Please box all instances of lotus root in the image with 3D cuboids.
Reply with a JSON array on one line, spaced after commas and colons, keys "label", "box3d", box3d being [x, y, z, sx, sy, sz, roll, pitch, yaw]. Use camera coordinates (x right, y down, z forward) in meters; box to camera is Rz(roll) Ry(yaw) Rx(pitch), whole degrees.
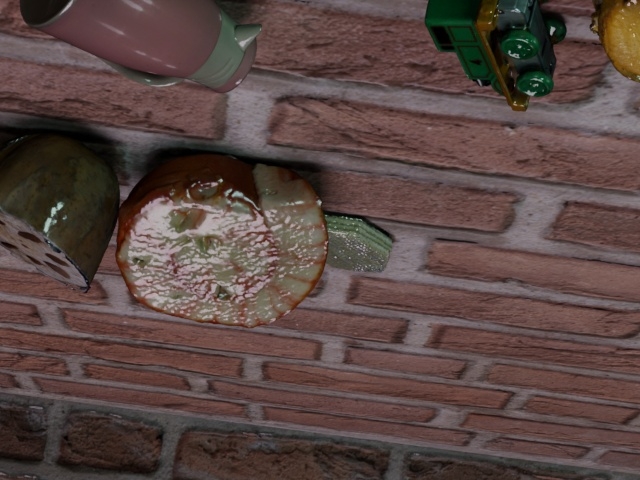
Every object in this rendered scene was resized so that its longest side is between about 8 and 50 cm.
[{"label": "lotus root", "box3d": [-0.422, -0.059, 1.646, 0.272, 0.192, 0.272, 23, 165, 7]}]

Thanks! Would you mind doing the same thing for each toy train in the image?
[{"label": "toy train", "box3d": [0.202, -0.235, 1.224, 0.136, 0.091, 0.227, 7, 159, 25]}]

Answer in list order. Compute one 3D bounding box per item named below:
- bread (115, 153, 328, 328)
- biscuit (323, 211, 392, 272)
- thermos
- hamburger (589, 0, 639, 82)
[{"label": "bread", "box3d": [-0.156, 0.008, 1.676, 0.328, 0.114, 0.295, 5, 130, -11]}, {"label": "biscuit", "box3d": [0.000, 0.000, 1.820, 0.250, 0.046, 0.147, 9, 155, -3]}, {"label": "thermos", "box3d": [-0.203, -0.253, 1.229, 0.176, 0.146, 0.265, -22, 149, 36]}, {"label": "hamburger", "box3d": [0.375, -0.247, 1.114, 0.182, 0.118, 0.191, 9, 152, 4]}]
